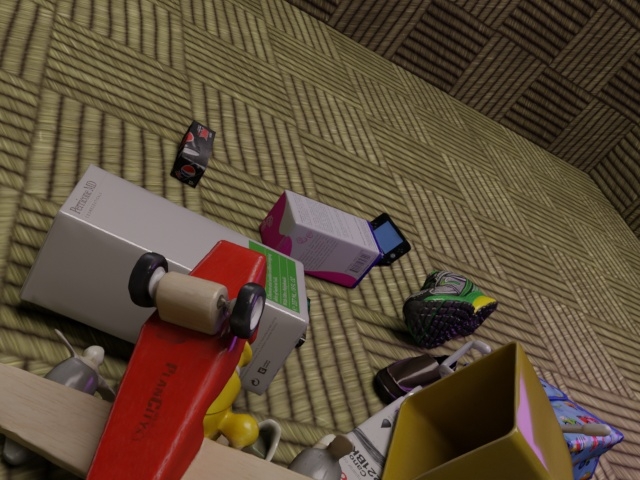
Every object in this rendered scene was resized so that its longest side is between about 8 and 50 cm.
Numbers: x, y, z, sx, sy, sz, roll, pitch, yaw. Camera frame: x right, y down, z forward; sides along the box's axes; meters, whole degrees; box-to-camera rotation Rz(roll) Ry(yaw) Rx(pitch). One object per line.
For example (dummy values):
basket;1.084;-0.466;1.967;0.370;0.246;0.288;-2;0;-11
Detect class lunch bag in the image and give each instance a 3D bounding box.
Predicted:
lunch bag;0.426;0.353;1.472;0.221;0.138;0.293;8;29;-42

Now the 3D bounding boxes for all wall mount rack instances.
wall mount rack;0.341;0.323;1.183;0.350;0.130;0.304;59;-10;-33

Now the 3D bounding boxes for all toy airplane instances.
toy airplane;-0.169;0.232;0.794;0.386;0.384;0.272;62;-5;23

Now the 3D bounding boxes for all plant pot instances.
plant pot;0.235;0.304;0.983;0.187;0.212;0.212;49;27;-9

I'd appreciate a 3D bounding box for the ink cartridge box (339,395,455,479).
ink cartridge box;0.088;0.370;1.030;0.197;0.114;0.273;49;31;17

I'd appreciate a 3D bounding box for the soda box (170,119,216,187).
soda box;-0.263;-0.182;1.485;0.060;0.053;0.169;28;30;-19

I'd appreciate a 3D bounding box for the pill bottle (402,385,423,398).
pill bottle;0.205;0.351;1.190;0.215;0.117;0.117;49;30;18

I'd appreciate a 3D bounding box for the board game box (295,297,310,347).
board game box;-0.104;0.105;1.283;0.186;0.026;0.126;31;29;-15

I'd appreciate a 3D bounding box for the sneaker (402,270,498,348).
sneaker;0.260;0.141;1.576;0.146;0.134;0.343;45;19;25

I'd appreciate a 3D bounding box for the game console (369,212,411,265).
game console;0.134;-0.006;1.678;0.122;0.107;0.071;57;5;29

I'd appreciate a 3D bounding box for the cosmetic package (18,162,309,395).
cosmetic package;-0.214;0.057;1.047;0.365;0.155;0.197;26;21;-17

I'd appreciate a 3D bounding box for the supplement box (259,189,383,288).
supplement box;0.000;0.000;1.466;0.220;0.111;0.114;19;34;-32

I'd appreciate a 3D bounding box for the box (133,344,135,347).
box;-0.222;0.185;1.029;0.081;0.028;0.136;17;33;-36

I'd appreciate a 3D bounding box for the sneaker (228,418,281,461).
sneaker;-0.116;0.294;0.932;0.064;0.086;0.192;44;29;10

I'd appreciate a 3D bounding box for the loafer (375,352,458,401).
loafer;0.187;0.247;1.361;0.220;0.078;0.080;-4;50;-52
